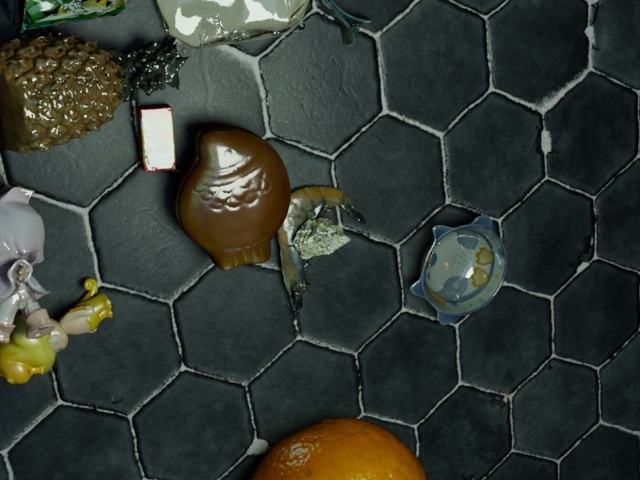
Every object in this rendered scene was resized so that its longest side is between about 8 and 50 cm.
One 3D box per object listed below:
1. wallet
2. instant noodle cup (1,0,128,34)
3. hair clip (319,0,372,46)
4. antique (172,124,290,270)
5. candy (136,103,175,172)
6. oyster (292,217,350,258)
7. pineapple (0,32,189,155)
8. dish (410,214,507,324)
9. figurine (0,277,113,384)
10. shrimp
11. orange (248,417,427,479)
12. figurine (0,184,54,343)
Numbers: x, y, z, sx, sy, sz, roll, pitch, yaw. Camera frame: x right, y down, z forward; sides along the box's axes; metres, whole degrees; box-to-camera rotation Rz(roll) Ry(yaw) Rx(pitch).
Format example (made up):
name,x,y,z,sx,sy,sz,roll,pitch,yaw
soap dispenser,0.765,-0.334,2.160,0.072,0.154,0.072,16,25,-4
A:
name,x,y,z,sx,sy,sz,roll,pitch,yaw
wallet,-0.162,-0.498,1.700,0.335,0.068,0.275,-10,106,-11
instant noodle cup,-0.422,-0.457,1.532,0.178,0.240,0.240,-10,110,-28
hair clip,0.020,-0.454,1.748,0.070,0.039,0.229,-50,140,0
antique,-0.172,-0.087,1.781,0.223,0.129,0.278,-18,112,-16
candy,-0.307,-0.192,1.748,0.062,0.038,0.122,-7,108,-19
oyster,0.000,0.000,1.876,0.100,0.037,0.098,-49,116,-12
pineapple,-0.404,-0.277,1.624,0.361,0.202,0.202,-22,114,-33
dish,0.286,0.046,2.021,0.228,0.086,0.236,41,89,-25
figurine,-0.507,0.173,1.746,0.246,0.131,0.156,-28,155,-27
shrimp,0.006,0.015,1.925,0.198,0.051,0.262,-9,106,-19
orange,0.024,0.571,1.952,0.423,0.326,0.424,-19,126,-29
figurine,-0.543,0.040,1.641,0.133,0.200,0.276,-15,79,8
